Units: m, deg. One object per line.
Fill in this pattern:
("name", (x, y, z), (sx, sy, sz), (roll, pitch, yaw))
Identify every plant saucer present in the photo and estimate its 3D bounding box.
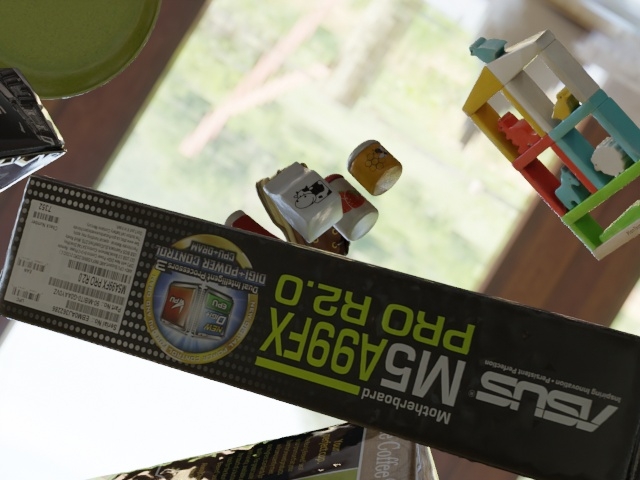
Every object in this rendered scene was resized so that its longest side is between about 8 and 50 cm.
("plant saucer", (-0.273, -0.263, 1.903), (0.241, 0.241, 0.037), (31, -170, 1))

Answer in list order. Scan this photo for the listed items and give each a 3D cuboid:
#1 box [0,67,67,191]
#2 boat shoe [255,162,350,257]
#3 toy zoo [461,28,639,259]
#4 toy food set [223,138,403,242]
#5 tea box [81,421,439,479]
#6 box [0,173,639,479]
("box", (-0.359, -0.012, 1.325), (0.076, 0.307, 0.242), (60, -164, 2))
("boat shoe", (0.000, 0.000, 1.930), (0.178, 0.060, 0.064), (59, -170, 14))
("toy zoo", (0.278, -0.123, 2.196), (0.293, 0.030, 0.192), (48, 150, 1))
("toy food set", (-0.045, -0.021, 1.694), (0.104, 0.232, 0.111), (45, 164, 24))
("tea box", (-0.061, 0.305, 1.333), (0.329, 0.323, 0.220), (-74, -32, -71))
("box", (0.038, 0.045, 0.774), (0.270, 0.060, 0.216), (15, 178, 26))
